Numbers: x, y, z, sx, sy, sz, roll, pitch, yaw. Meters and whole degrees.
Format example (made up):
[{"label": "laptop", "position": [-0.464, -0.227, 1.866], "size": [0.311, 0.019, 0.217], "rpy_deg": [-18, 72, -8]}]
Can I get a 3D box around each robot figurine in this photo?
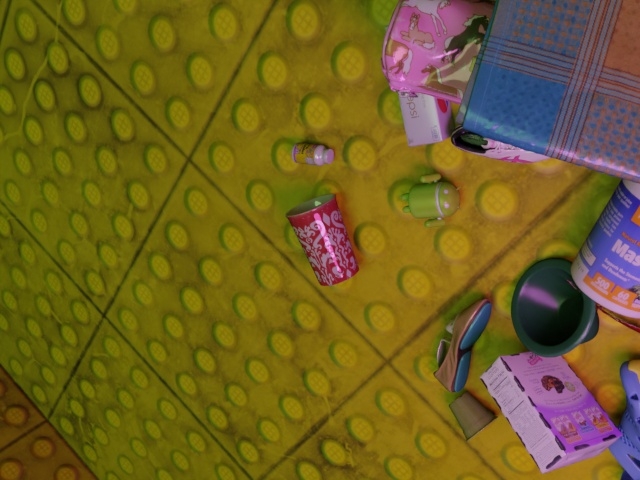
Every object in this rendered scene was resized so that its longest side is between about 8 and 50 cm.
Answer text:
[{"label": "robot figurine", "position": [0.211, -0.076, 1.247], "size": [0.115, 0.067, 0.101], "rpy_deg": [-2, 96, 34]}]

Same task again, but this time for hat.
[{"label": "hat", "position": [0.479, 0.145, 1.195], "size": [0.173, 0.184, 0.208], "rpy_deg": [-56, 35, 29]}]

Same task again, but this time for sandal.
[{"label": "sandal", "position": [0.572, 0.359, 1.168], "size": [0.138, 0.126, 0.317], "rpy_deg": [-10, 103, 40]}]

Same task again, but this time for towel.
[{"label": "towel", "position": [0.399, -0.228, 0.899], "size": [0.370, 0.040, 0.271], "rpy_deg": [19, 96, 8]}]

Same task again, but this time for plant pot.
[{"label": "plant pot", "position": [0.310, 0.359, 1.369], "size": [0.079, 0.083, 0.083], "rpy_deg": [52, 129, 18]}]

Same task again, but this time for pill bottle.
[{"label": "pill bottle", "position": [0.516, -0.027, 1.016], "size": [0.152, 0.152, 0.272], "rpy_deg": [30, 124, 19]}, {"label": "pill bottle", "position": [-0.015, -0.178, 1.366], "size": [0.083, 0.043, 0.043], "rpy_deg": [10, 115, 29]}]

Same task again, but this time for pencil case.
[{"label": "pencil case", "position": [0.290, -0.265, 1.014], "size": [0.386, 0.160, 0.167], "rpy_deg": [18, 130, 10]}]

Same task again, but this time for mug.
[{"label": "mug", "position": [0.009, -0.003, 1.406], "size": [0.113, 0.150, 0.169], "rpy_deg": [-23, 103, 1]}]

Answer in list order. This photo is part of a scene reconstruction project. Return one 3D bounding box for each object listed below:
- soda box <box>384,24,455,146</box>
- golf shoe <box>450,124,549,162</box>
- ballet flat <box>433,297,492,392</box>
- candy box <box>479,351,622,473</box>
[{"label": "soda box", "position": [0.180, -0.282, 1.175], "size": [0.069, 0.074, 0.216], "rpy_deg": [-3, 108, 33]}, {"label": "golf shoe", "position": [0.314, -0.164, 1.132], "size": [0.186, 0.086, 0.067], "rpy_deg": [10, 113, 28]}, {"label": "ballet flat", "position": [0.274, 0.203, 1.323], "size": [0.073, 0.080, 0.232], "rpy_deg": [33, 124, 36]}, {"label": "candy box", "position": [0.406, 0.293, 1.173], "size": [0.196, 0.165, 0.070], "rpy_deg": [60, 136, 35]}]
